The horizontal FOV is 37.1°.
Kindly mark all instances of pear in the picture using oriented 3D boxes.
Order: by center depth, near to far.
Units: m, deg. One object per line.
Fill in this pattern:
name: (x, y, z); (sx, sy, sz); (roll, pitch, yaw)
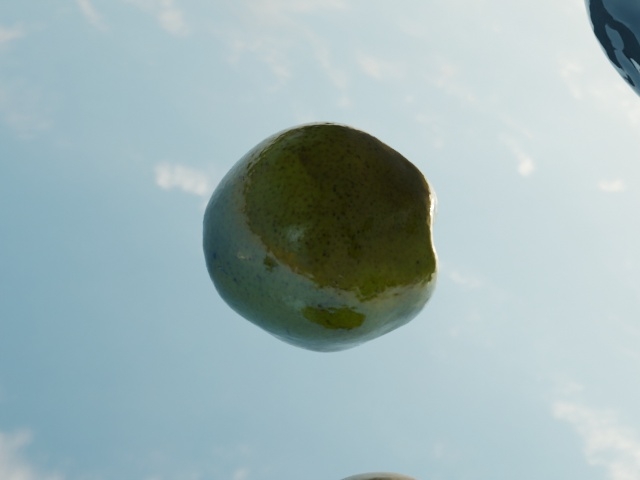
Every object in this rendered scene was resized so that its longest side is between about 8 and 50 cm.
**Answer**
pear: (0.000, 0.000, 1.174); (0.294, 0.294, 0.294); (21, -143, -16)

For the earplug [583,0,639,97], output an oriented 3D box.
earplug: (0.243, -0.036, 0.519); (0.175, 0.214, 0.325); (-22, -83, -8)

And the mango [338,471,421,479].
mango: (0.019, 0.383, 1.069); (0.317, 0.173, 0.211); (-17, -105, -3)
